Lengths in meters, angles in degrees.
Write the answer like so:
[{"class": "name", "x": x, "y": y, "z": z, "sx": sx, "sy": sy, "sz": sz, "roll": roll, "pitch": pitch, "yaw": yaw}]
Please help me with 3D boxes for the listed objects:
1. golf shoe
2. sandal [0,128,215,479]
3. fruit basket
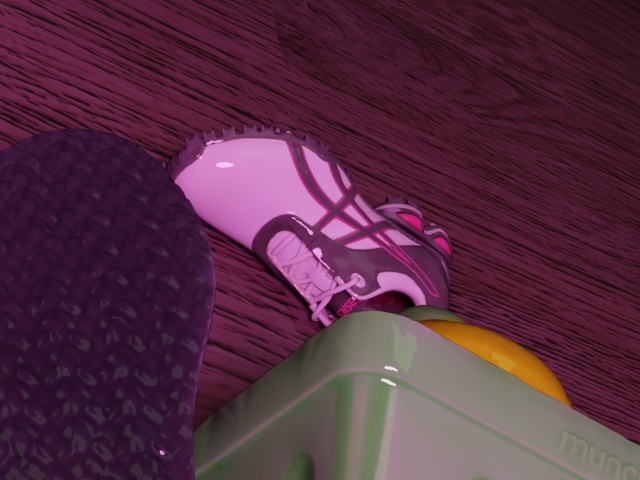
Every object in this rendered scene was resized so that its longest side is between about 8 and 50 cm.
[{"class": "golf shoe", "x": 0.000, "y": 0.000, "z": 1.127, "sx": 0.273, "sy": 0.105, "sz": 0.120, "roll": 24, "pitch": 40, "yaw": -25}, {"class": "sandal", "x": -0.147, "y": 0.118, "z": 0.796, "sx": 0.168, "sy": 0.107, "sz": 0.445, "roll": 13, "pitch": 48, "yaw": -24}, {"class": "fruit basket", "x": 0.102, "y": 0.160, "z": 0.889, "sx": 0.392, "sy": 0.283, "sz": 0.392, "roll": 19, "pitch": 52, "yaw": -27}]
